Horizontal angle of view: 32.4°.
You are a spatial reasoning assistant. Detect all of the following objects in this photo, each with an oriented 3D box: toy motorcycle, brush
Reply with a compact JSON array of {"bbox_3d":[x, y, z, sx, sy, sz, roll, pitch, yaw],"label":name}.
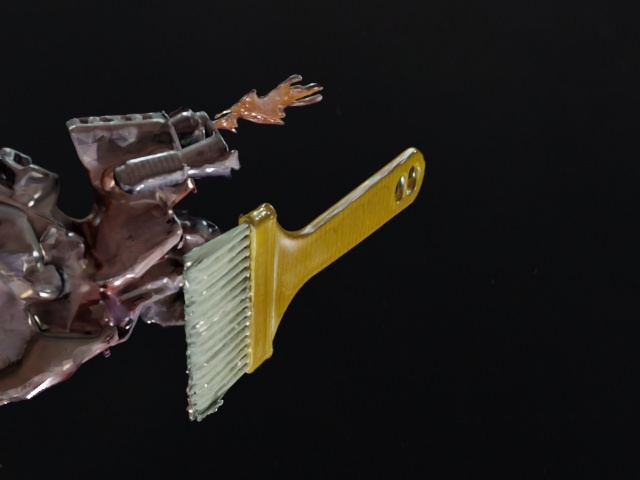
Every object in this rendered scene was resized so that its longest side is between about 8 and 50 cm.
[{"bbox_3d":[-0.159,-0.017,0.771,0.401,0.207,0.134,-23,-161,-12],"label":"toy motorcycle"},{"bbox_3d":[0.000,0.000,0.525,0.010,0.082,0.218,18,-148,25],"label":"brush"}]
